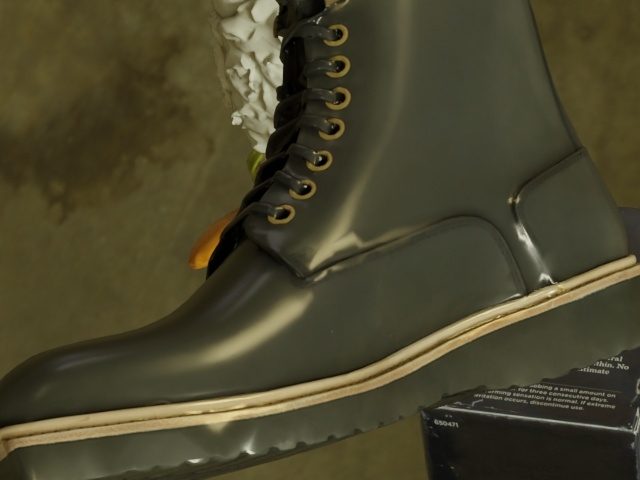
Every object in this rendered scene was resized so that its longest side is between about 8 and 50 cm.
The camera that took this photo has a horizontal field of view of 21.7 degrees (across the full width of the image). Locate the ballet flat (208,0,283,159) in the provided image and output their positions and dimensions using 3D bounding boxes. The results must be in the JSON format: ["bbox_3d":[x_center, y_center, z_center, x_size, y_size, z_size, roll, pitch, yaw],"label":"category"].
[{"bbox_3d":[0.017,-0.193,0.760,0.147,0.409,0.147,14,54,-21],"label":"ballet flat"}]

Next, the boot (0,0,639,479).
[{"bbox_3d":[-0.011,-0.015,0.424,0.198,0.077,0.137,-13,84,-39],"label":"boot"}]

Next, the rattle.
[{"bbox_3d":[0.000,0.000,1.559,0.199,0.130,0.143,27,84,-42],"label":"rattle"}]

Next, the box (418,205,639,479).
[{"bbox_3d":[0.215,0.168,1.430,0.182,0.296,0.294,6,36,20],"label":"box"}]
